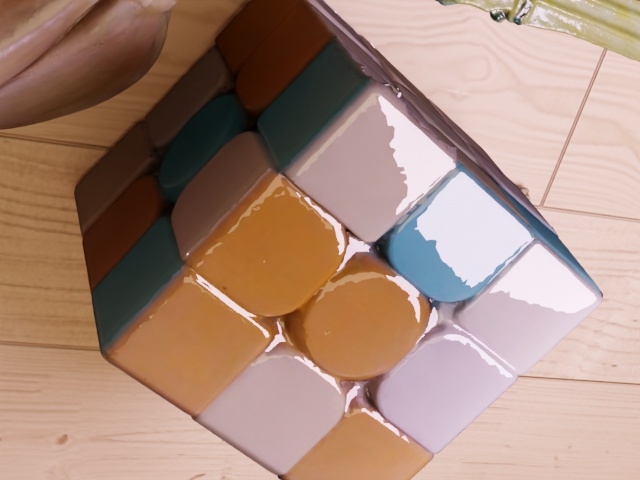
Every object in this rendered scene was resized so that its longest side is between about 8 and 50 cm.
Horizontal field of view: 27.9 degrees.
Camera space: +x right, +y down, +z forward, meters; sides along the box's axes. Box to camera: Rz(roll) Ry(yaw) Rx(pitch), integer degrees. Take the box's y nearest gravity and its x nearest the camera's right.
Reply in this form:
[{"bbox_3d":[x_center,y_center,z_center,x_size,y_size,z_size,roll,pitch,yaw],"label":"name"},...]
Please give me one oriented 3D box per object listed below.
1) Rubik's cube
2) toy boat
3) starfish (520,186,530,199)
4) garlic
[{"bbox_3d":[0.000,0.000,1.274,0.344,0.346,0.347,-44,118,11],"label":"Rubik's cube"},{"bbox_3d":[0.249,-0.261,1.380,0.276,0.111,0.084,12,109,-24],"label":"toy boat"},{"bbox_3d":[0.153,0.014,1.546,0.231,0.048,0.295,6,116,-24],"label":"starfish"},{"bbox_3d":[-0.301,-0.161,1.146,0.340,0.246,0.231,-39,139,-15],"label":"garlic"}]
